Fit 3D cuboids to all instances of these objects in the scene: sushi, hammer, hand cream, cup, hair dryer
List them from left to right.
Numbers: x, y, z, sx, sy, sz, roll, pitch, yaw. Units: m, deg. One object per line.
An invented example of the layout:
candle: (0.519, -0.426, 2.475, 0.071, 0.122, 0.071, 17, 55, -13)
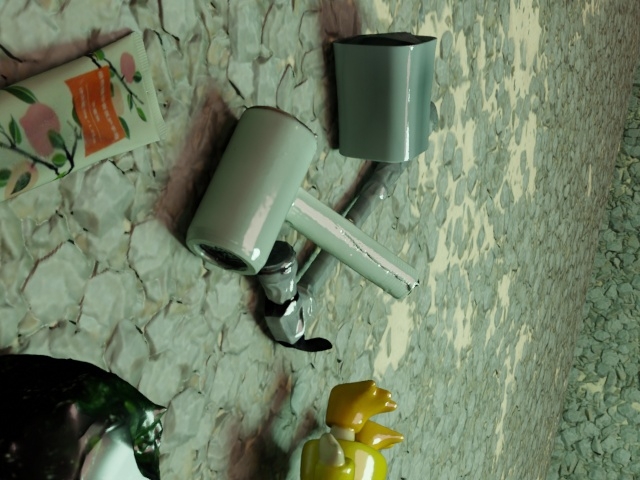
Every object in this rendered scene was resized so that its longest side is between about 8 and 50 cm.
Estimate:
sushi: (-0.165, 0.181, 0.434, 0.124, 0.127, 0.225, -6, 105, -60)
hand cream: (-0.168, -0.066, 0.449, 0.234, 0.050, 0.080, -46, 133, -55)
hair dryer: (0.000, 0.000, 0.662, 0.236, 0.073, 0.131, 35, 66, -32)
hammer: (0.052, -0.049, 0.841, 0.427, 0.044, 0.152, -55, 143, -39)
cup: (0.075, -0.163, 0.800, 0.128, 0.095, 0.129, -36, 131, -55)

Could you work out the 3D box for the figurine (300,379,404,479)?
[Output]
figurine: (0.000, 0.321, 0.722, 0.215, 0.187, 0.343, 56, 44, -39)
